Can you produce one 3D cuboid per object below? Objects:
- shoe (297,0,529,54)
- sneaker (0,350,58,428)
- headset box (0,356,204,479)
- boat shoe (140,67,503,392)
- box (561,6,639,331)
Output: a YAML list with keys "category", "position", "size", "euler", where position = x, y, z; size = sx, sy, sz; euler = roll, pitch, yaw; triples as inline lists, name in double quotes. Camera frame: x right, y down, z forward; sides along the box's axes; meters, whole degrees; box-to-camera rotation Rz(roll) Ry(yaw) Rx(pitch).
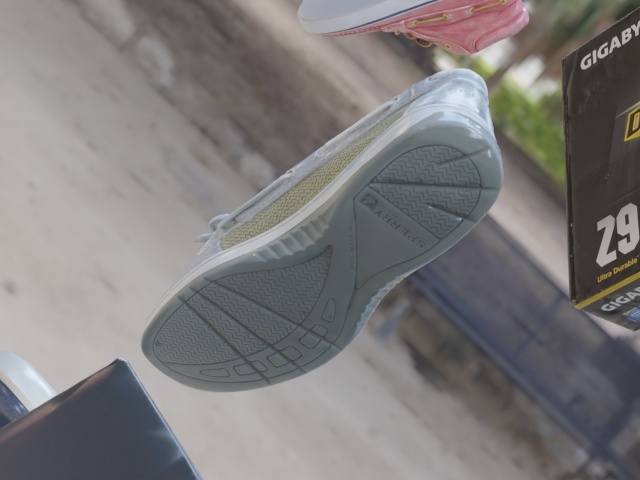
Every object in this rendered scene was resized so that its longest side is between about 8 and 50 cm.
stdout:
- category: "shoe"
  position: [0.075, -0.180, 1.487]
  size: [0.063, 0.178, 0.081]
  euler: [-82, 150, -45]
- category: "sneaker"
  position: [-0.287, 0.198, 1.418]
  size: [0.131, 0.148, 0.350]
  euler: [52, -33, 4]
- category: "headset box"
  position: [-0.134, 0.233, 0.919]
  size: [0.131, 0.246, 0.283]
  euler: [48, -13, 55]
- category: "boat shoe"
  position: [-0.001, -0.002, 1.324]
  size: [0.118, 0.320, 0.103]
  euler: [38, 30, -21]
- category: "box"
  position: [0.329, -0.103, 1.482]
  size: [0.079, 0.322, 0.257]
  euler: [21, 56, -31]
